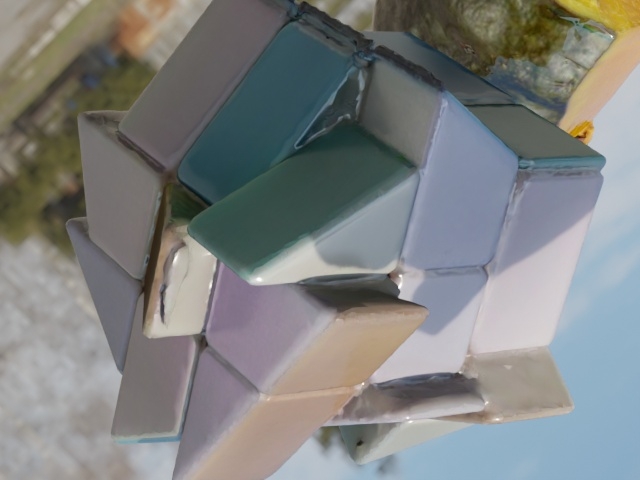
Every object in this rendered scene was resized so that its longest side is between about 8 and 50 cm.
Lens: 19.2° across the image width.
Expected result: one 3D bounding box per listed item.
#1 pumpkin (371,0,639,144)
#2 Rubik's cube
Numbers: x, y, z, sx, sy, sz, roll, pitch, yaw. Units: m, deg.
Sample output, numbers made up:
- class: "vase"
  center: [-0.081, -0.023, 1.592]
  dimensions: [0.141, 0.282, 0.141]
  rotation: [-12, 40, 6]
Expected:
- class: "pumpkin"
  center: [0.194, -0.233, 1.818]
  dimensions: [0.256, 0.303, 0.225]
  rotation: [1, 142, -34]
- class: "Rubik's cube"
  center: [0.000, 0.000, 1.465]
  dimensions: [0.387, 0.358, 0.368]
  rotation: [38, -59, 47]
